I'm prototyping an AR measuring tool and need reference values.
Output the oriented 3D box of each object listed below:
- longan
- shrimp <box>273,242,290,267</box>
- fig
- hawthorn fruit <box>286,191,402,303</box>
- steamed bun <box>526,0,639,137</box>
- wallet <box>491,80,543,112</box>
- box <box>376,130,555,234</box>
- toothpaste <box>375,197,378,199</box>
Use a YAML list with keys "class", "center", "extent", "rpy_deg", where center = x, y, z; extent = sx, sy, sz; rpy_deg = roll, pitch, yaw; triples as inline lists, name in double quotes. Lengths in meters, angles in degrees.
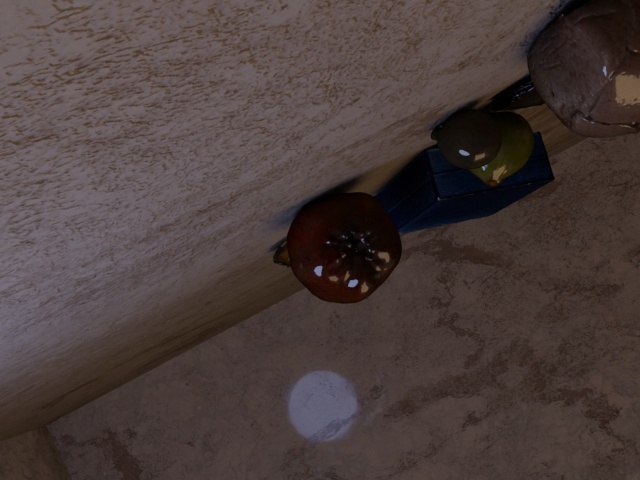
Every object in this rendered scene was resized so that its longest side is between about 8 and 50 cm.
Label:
- class: "longan"
  center: [0.239, -0.168, 1.342]
  extent: [0.119, 0.106, 0.106]
  rpy_deg: [18, -154, 37]
- class: "shrimp"
  center: [0.000, 0.000, 1.820]
  extent: [0.222, 0.054, 0.290]
  rpy_deg: [-30, 170, 11]
- class: "fig"
  center: [0.305, -0.172, 1.450]
  extent: [0.136, 0.120, 0.153]
  rpy_deg: [-8, -156, 45]
- class: "hawthorn fruit"
  center: [0.026, 0.012, 1.503]
  extent: [0.208, 0.208, 0.248]
  rpy_deg: [-26, -170, -20]
- class: "steamed bun"
  center: [0.425, -0.233, 1.087]
  extent: [0.251, 0.199, 0.301]
  rpy_deg: [-28, 175, 4]
- class: "wallet"
  center: [0.398, -0.270, 1.432]
  extent: [0.133, 0.039, 0.243]
  rpy_deg: [-24, 178, 35]
- class: "box"
  center: [0.289, -0.112, 1.684]
  extent: [0.261, 0.116, 0.279]
  rpy_deg: [-12, 168, -18]
- class: "toothpaste"
  center: [0.160, -0.066, 1.928]
  extent: [0.053, 0.066, 0.272]
  rpy_deg: [-29, 174, 6]
